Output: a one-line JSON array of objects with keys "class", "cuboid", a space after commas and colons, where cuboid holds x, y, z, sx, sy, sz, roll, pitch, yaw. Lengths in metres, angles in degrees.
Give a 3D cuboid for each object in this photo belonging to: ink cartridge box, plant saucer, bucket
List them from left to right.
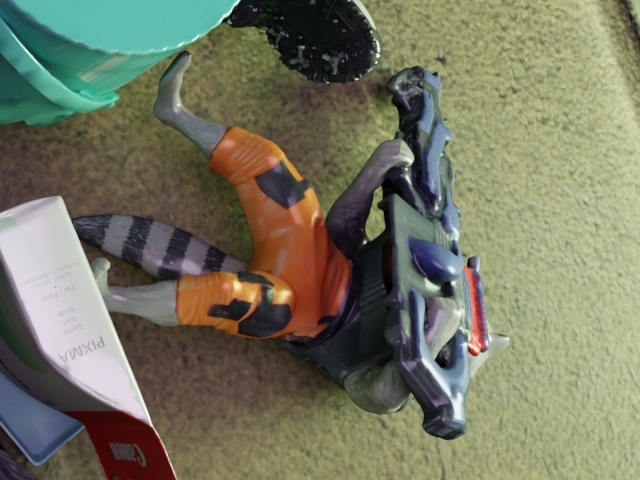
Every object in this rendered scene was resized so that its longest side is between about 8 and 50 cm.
[{"class": "plant saucer", "cuboid": [-0.235, 0.065, 0.939, 0.067, 0.018, 0.192, -41, 97, -23]}, {"class": "bucket", "cuboid": [-0.184, -0.218, 0.879, 0.281, 0.183, 0.281, 7, 79, -38]}, {"class": "ink cartridge box", "cuboid": [-0.164, 0.092, 0.857, 0.056, 0.181, 0.225, -21, 92, -24]}]

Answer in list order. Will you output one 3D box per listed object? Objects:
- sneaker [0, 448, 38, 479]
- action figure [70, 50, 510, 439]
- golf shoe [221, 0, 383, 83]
[{"class": "sneaker", "cuboid": [-0.296, 0.187, 0.861, 0.297, 0.111, 0.129, 17, 104, -27]}, {"class": "action figure", "cuboid": [0.000, 0.000, 1.005, 0.330, 0.178, 0.341, 31, 42, -21]}, {"class": "golf shoe", "cuboid": [-0.004, -0.171, 0.988, 0.094, 0.198, 0.077, -3, 119, -40]}]
